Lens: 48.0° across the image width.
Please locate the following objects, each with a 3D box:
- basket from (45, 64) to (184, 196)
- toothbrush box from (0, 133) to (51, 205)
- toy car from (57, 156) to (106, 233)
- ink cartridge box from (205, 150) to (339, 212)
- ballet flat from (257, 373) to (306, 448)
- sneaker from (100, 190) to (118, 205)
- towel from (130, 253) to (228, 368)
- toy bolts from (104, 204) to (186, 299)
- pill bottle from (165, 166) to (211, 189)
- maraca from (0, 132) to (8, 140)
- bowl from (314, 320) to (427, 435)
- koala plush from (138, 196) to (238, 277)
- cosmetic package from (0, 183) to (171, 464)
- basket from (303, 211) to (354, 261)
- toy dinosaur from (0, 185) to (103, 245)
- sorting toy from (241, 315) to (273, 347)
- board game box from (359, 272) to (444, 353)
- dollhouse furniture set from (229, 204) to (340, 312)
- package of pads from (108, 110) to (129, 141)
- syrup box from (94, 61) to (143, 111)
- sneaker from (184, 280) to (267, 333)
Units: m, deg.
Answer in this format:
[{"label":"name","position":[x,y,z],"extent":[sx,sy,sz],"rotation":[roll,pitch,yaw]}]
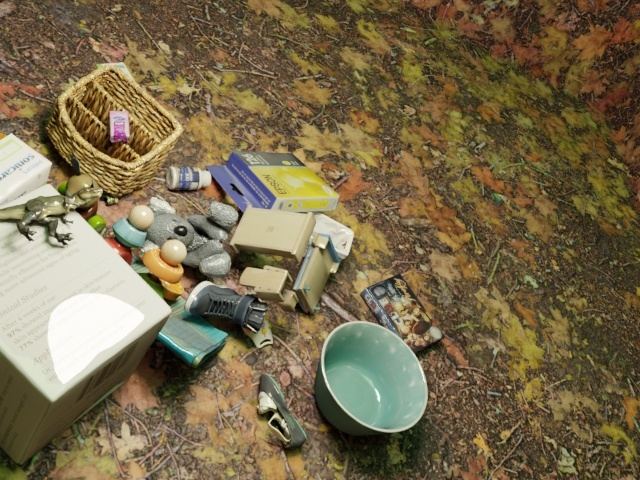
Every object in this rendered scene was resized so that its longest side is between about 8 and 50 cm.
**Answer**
[{"label":"basket","position":[-0.568,-0.300,1.938],"extent":[0.299,0.223,0.213],"rotation":[44,30,5]},{"label":"toothbrush box","position":[-0.742,-0.069,1.619],"extent":[0.122,0.283,0.206],"rotation":[37,44,-1]},{"label":"toy car","position":[-0.616,-0.113,1.804],"extent":[0.155,0.188,0.149],"rotation":[49,45,12]},{"label":"ink cartridge box","position":[-0.148,-0.181,2.176],"extent":[0.307,0.072,0.303],"rotation":[-2,34,-36]},{"label":"ballet flat","position":[-0.111,0.426,1.775],"extent":[0.074,0.074,0.203],"rotation":[-19,69,-41]},{"label":"sneaker","position":[-0.587,-0.129,1.950],"extent":[0.083,0.031,0.035],"rotation":[43,53,13]},{"label":"towel","position":[-0.396,0.152,1.737],"extent":[0.370,0.040,0.271],"rotation":[41,8,3]},{"label":"toy bolts","position":[-0.398,0.027,1.724],"extent":[0.228,0.158,0.218],"rotation":[40,9,13]},{"label":"pill bottle","position":[-0.384,-0.181,2.098],"extent":[0.120,0.067,0.067],"rotation":[-1,56,-34]},{"label":"maraca","position":[-0.802,-0.209,1.835],"extent":[0.185,0.099,0.127],"rotation":[29,49,-46]},{"label":"bowl","position":[0.106,0.384,1.881],"extent":[0.311,0.163,0.312],"rotation":[18,48,-21]},{"label":"koala plush","position":[-0.360,-0.008,1.877],"extent":[0.221,0.203,0.196],"rotation":[11,81,-28]},{"label":"cosmetic package","position":[-0.593,0.168,1.489],"extent":[0.393,0.327,0.329],"rotation":[45,44,6]},{"label":"basket","position":[0.000,0.000,2.172],"extent":[0.167,0.103,0.113],"rotation":[27,45,-10]},{"label":"toy dinosaur","position":[-0.555,-0.048,1.418],"extent":[0.268,0.064,0.118],"rotation":[-9,53,-35]},{"label":"sorting toy","position":[-0.157,0.246,1.920],"extent":[0.083,0.045,0.075],"rotation":[-15,83,-40]},{"label":"board game box","position":[0.249,0.229,2.188],"extent":[0.165,0.042,0.243],"rotation":[-19,67,-41]},{"label":"dollhouse furniture set","position":[-0.106,0.093,1.996],"extent":[0.198,0.303,0.286],"rotation":[7,57,25]},{"label":"package of pads","position":[-0.527,-0.299,1.880],"extent":[0.050,0.032,0.083],"rotation":[-3,68,-15]},{"label":"syrup box","position":[-0.586,-0.412,2.137],"extent":[0.093,0.096,0.237],"rotation":[-17,65,-41]},{"label":"sneaker","position":[-0.227,0.171,1.809],"extent":[0.163,0.086,0.226],"rotation":[26,9,20]}]
